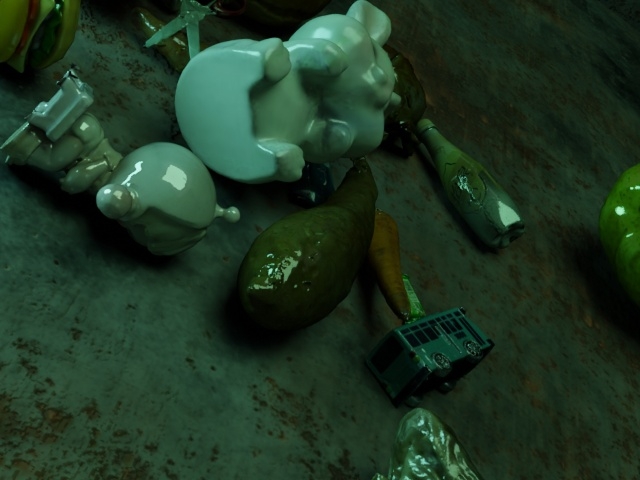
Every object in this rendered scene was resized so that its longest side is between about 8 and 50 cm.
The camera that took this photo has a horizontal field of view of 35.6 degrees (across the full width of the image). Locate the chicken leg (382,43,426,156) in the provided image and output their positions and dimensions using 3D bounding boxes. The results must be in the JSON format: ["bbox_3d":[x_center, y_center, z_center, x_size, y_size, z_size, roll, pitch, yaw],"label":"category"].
[{"bbox_3d":[0.034,-0.266,1.602,0.361,0.140,0.211,14,48,-41],"label":"chicken leg"}]

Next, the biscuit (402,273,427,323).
[{"bbox_3d":[0.118,0.081,1.376,0.046,0.016,0.089,9,43,-37],"label":"biscuit"}]

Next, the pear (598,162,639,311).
[{"bbox_3d":[0.672,0.000,1.740,0.391,0.391,0.391,27,34,-20],"label":"pear"}]

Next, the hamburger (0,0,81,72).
[{"bbox_3d":[-0.363,-0.285,1.208,0.115,0.162,0.162,-2,51,-41],"label":"hamburger"}]

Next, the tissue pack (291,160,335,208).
[{"bbox_3d":[-0.012,-0.094,1.450,0.085,0.028,0.138,21,40,-29],"label":"tissue pack"}]

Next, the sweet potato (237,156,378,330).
[{"bbox_3d":[0.002,0.004,1.251,0.130,0.130,0.422,41,30,1],"label":"sweet potato"}]

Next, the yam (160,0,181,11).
[{"bbox_3d":[-0.322,-0.475,1.567,0.300,0.066,0.066,44,32,4],"label":"yam"}]

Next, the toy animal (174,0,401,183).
[{"bbox_3d":[-0.018,-0.211,1.367,0.368,0.196,0.241,-23,27,-35],"label":"toy animal"}]

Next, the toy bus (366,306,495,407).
[{"bbox_3d":[0.141,0.143,1.265,0.160,0.079,0.091,-11,56,-49],"label":"toy bus"}]

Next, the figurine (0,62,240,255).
[{"bbox_3d":[-0.215,-0.079,1.131,0.257,0.182,0.144,38,74,-16],"label":"figurine"}]

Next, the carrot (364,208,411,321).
[{"bbox_3d":[0.087,0.037,1.340,0.061,0.061,0.256,26,28,-21],"label":"carrot"}]

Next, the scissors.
[{"bbox_3d":[-0.191,-0.327,1.458,0.144,0.017,0.247,24,39,-12],"label":"scissors"}]

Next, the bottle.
[{"bbox_3d":[0.240,-0.104,1.666,0.083,0.083,0.269,0,48,-46],"label":"bottle"}]

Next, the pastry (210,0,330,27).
[{"bbox_3d":[-0.128,-0.512,1.726,0.356,0.164,0.356,27,29,-16],"label":"pastry"}]

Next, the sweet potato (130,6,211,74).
[{"bbox_3d":[-0.193,-0.270,1.454,0.206,0.060,0.068,38,-5,-12],"label":"sweet potato"}]

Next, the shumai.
[{"bbox_3d":[0.095,0.284,1.008,0.153,0.161,0.209,-14,81,-28],"label":"shumai"}]
